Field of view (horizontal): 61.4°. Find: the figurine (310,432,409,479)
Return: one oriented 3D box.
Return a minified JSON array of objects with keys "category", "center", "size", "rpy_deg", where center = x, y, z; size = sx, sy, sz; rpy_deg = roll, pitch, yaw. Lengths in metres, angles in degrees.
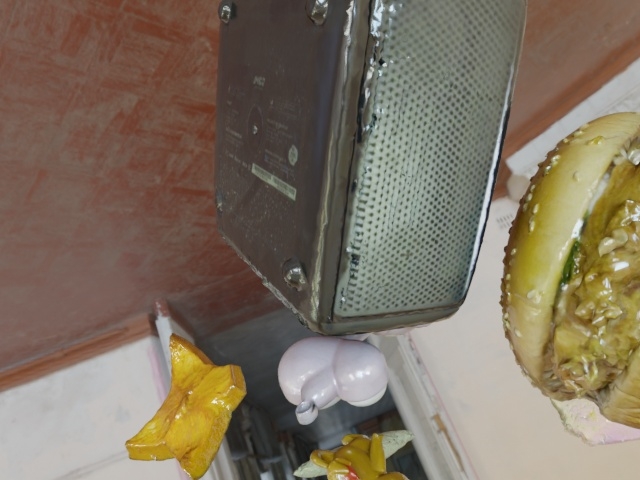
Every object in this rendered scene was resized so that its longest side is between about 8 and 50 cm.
[{"category":"figurine","center":[0.060,0.322,0.719],"size":[0.122,0.121,0.176],"rpy_deg":[32,167,-36]}]

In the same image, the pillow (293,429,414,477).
[{"category":"pillow","center":[0.103,0.643,1.601],"size":[0.281,0.076,0.274],"rpy_deg":[8,145,-46]}]

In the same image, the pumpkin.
[{"category":"pumpkin","center":[-0.279,0.347,1.157],"size":[0.258,0.290,0.095],"rpy_deg":[-5,143,37]}]

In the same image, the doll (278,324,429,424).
[{"category":"doll","center":[0.065,0.142,0.790],"size":[0.160,0.094,0.365],"rpy_deg":[0,-156,34]}]

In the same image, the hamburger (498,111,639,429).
[{"category":"hamburger","center":[0.371,0.046,0.695],"size":[0.287,0.268,0.445],"rpy_deg":[-13,117,-54]}]

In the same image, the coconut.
[{"category":"coconut","center":[0.652,0.348,1.231],"size":[0.245,0.233,0.233],"rpy_deg":[9,141,-44]}]

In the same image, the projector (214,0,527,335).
[{"category":"projector","center":[0.017,-0.137,0.692],"size":[0.242,0.395,0.405],"rpy_deg":[-4,111,-29]}]
